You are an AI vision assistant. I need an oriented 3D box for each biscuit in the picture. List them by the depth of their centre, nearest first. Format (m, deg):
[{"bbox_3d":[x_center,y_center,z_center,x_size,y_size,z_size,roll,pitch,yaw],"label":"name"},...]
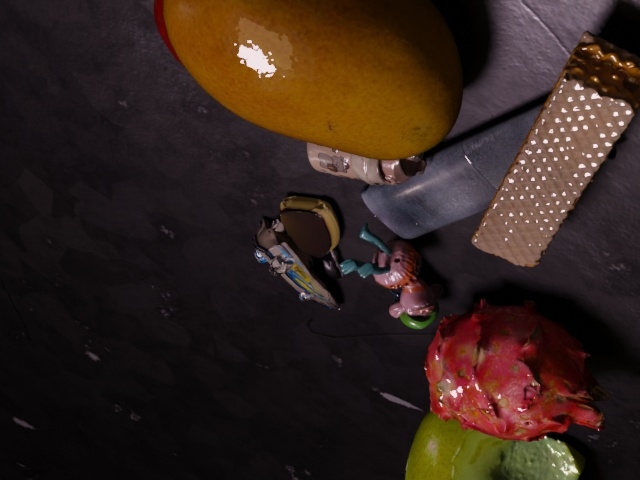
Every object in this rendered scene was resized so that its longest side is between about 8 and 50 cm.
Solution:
[{"bbox_3d":[0.271,-0.086,1.537,0.094,0.054,0.378,27,147,3],"label":"biscuit"}]

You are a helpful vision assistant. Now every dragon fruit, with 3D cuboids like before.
[{"bbox_3d":[0.276,0.188,1.853,0.268,0.210,0.205,21,-175,17],"label":"dragon fruit"}]

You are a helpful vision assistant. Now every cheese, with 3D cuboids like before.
[{"bbox_3d":[0.000,0.001,1.951,0.086,0.036,0.162,5,140,28],"label":"cheese"}]

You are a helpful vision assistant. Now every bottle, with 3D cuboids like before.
[{"bbox_3d":[0.068,-0.116,1.690,0.152,0.099,0.099,13,143,28],"label":"bottle"}]

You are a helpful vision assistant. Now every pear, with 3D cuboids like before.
[{"bbox_3d":[0.259,0.420,2.092,0.286,0.282,0.176,29,155,1],"label":"pear"}]

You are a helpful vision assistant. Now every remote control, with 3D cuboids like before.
[{"bbox_3d":[0.201,-0.086,1.681,0.107,0.044,0.377,38,146,-21],"label":"remote control"}]

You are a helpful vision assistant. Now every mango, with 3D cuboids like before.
[{"bbox_3d":[0.004,-0.222,1.503,0.378,0.221,0.264,33,143,-23],"label":"mango"}]

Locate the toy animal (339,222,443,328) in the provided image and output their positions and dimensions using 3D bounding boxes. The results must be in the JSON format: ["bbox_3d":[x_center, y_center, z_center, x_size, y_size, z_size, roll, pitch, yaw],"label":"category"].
[{"bbox_3d":[0.103,0.046,1.873,0.208,0.100,0.103,36,-167,-50],"label":"toy animal"}]

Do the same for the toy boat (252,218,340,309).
[{"bbox_3d":[-0.030,0.048,2.019,0.210,0.066,0.084,46,178,-38],"label":"toy boat"}]

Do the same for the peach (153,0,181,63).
[{"bbox_3d":[-0.128,-0.285,1.647,0.189,0.068,0.279,21,145,9],"label":"peach"}]
